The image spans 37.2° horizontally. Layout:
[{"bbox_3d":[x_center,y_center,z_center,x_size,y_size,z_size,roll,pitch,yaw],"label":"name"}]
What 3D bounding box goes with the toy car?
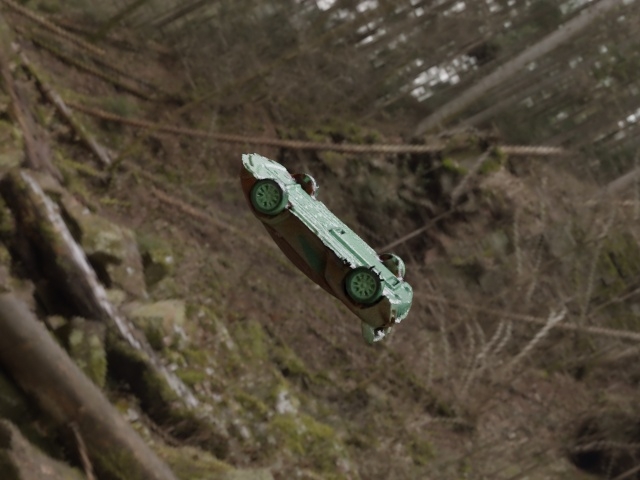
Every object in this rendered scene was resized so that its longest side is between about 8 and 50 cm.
[{"bbox_3d":[0.000,0.000,0.506,0.122,0.035,0.059,41,17,9],"label":"toy car"}]
